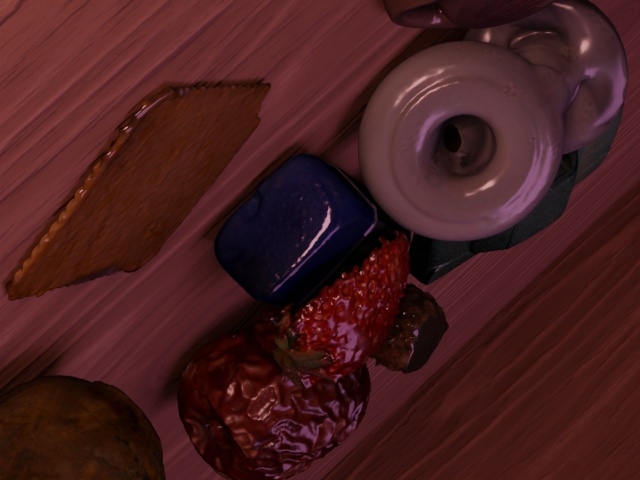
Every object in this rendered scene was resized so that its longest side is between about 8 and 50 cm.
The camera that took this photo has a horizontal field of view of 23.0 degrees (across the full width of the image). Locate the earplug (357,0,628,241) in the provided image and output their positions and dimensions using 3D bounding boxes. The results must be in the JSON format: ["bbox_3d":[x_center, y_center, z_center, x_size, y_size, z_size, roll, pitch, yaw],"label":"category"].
[{"bbox_3d":[0.184,-0.140,1.657,0.325,0.214,0.175,-39,-159,-21],"label":"earplug"}]

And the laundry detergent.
[{"bbox_3d":[0.121,-0.234,1.397,0.237,0.076,0.171,-13,168,-44],"label":"laundry detergent"}]

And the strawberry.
[{"bbox_3d":[0.042,0.072,1.634,0.208,0.087,0.167,-41,164,-18],"label":"strawberry"}]

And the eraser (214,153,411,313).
[{"bbox_3d":[0.000,0.000,1.691,0.155,0.101,0.332,-45,167,5],"label":"eraser"}]

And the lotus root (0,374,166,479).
[{"bbox_3d":[-0.291,0.276,1.431,0.346,0.250,0.250,-42,167,-30],"label":"lotus root"}]

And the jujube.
[{"bbox_3d":[-0.049,0.187,1.920,0.232,0.213,0.213,-35,163,-39],"label":"jujube"}]

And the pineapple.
[{"bbox_3d":[0.053,0.076,1.880,0.108,0.198,0.108,-43,153,-29],"label":"pineapple"}]

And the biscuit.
[{"bbox_3d":[-0.144,-0.045,1.336,0.237,0.013,0.232,-49,165,23],"label":"biscuit"}]

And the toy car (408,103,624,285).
[{"bbox_3d":[0.238,-0.063,1.880,0.321,0.097,0.141,-32,154,-26],"label":"toy car"}]

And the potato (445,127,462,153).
[{"bbox_3d":[0.202,-0.122,1.961,0.107,0.080,0.170,-49,171,-42],"label":"potato"}]
